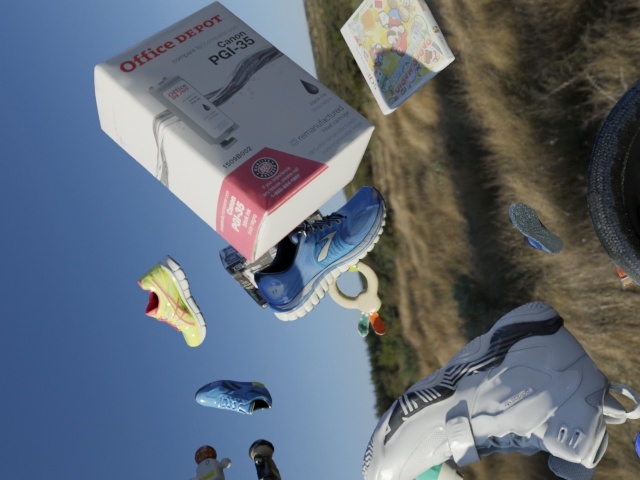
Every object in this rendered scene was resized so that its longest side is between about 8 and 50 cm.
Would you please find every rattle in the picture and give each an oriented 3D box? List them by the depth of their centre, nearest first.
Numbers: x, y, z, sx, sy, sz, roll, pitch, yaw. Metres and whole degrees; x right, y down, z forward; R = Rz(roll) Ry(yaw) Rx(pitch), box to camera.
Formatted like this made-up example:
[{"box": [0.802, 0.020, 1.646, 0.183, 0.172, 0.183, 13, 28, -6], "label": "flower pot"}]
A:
[{"box": [0.098, 0.120, 1.519, 0.199, 0.130, 0.143, 53, -177, -8], "label": "rattle"}]

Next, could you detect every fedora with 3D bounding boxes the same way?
[{"box": [0.509, -0.076, 0.864, 0.152, 0.335, 0.333, 35, -134, -81], "label": "fedora"}]

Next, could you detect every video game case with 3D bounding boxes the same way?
[{"box": [0.140, -0.383, 1.223, 0.206, 0.026, 0.227, 63, 150, 3], "label": "video game case"}]

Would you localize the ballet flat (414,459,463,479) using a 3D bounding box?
[{"box": [0.228, 0.439, 1.182, 0.083, 0.087, 0.247, -61, -27, -22], "label": "ballet flat"}]

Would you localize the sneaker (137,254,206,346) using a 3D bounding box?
[{"box": [-0.295, 0.132, 1.238, 0.082, 0.094, 0.208, 22, 137, 51], "label": "sneaker"}]

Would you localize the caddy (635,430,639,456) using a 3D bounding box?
[{"box": [0.848, 0.452, 1.315, 0.241, 0.342, 0.179, 53, -145, -26], "label": "caddy"}]

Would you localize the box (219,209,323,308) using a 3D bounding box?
[{"box": [-0.101, 0.047, 1.827, 0.242, 0.308, 0.076, 55, -173, -47], "label": "box"}]

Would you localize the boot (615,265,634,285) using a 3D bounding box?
[{"box": [0.698, 0.029, 1.341, 0.059, 0.158, 0.084, 1, -117, -40], "label": "boot"}]

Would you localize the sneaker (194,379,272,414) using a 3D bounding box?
[{"box": [-0.224, 0.420, 1.670, 0.082, 0.210, 0.069, 49, 125, 53], "label": "sneaker"}]

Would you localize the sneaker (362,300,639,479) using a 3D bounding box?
[{"box": [0.240, 0.259, 0.852, 0.210, 0.366, 0.137, 47, 173, 41], "label": "sneaker"}]

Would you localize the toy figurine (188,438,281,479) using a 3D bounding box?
[{"box": [-0.200, 0.555, 1.406, 0.148, 0.210, 0.212, -122, 42, -58], "label": "toy figurine"}]

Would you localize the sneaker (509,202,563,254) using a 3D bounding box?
[{"box": [0.476, -0.028, 1.434, 0.152, 0.058, 0.084, 39, 179, -7], "label": "sneaker"}]

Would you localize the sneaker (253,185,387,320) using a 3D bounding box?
[{"box": [0.000, 0.000, 1.253, 0.147, 0.330, 0.130, 50, 161, -21], "label": "sneaker"}]

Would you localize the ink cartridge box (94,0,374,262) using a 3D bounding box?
[{"box": [-0.110, -0.143, 0.792, 0.283, 0.207, 0.117, 41, 149, 12], "label": "ink cartridge box"}]
